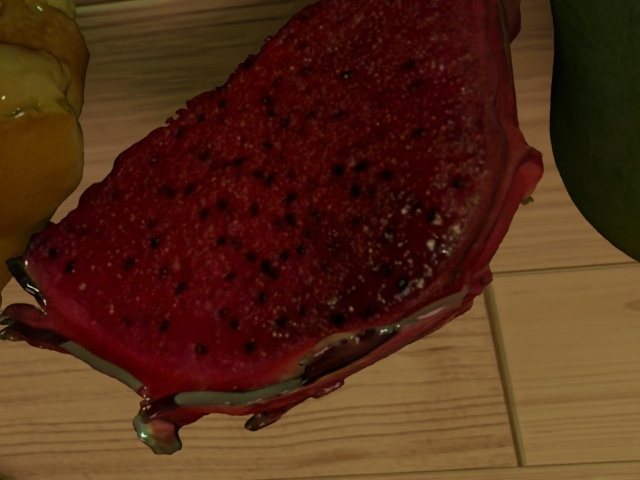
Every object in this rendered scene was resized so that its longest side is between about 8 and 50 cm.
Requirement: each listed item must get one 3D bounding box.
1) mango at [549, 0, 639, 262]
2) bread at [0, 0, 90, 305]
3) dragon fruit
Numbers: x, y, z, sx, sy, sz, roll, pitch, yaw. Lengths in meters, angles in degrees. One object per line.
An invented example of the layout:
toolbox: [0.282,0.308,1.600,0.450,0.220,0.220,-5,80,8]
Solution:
mango: [0.173,-0.079,0.615,0.156,0.114,0.251,-1,133,23]
bread: [-0.241,-0.012,0.700,0.195,0.149,0.344,18,141,-21]
dragon fruit: [0.007,0.008,0.634,0.274,0.161,0.126,-39,146,4]
